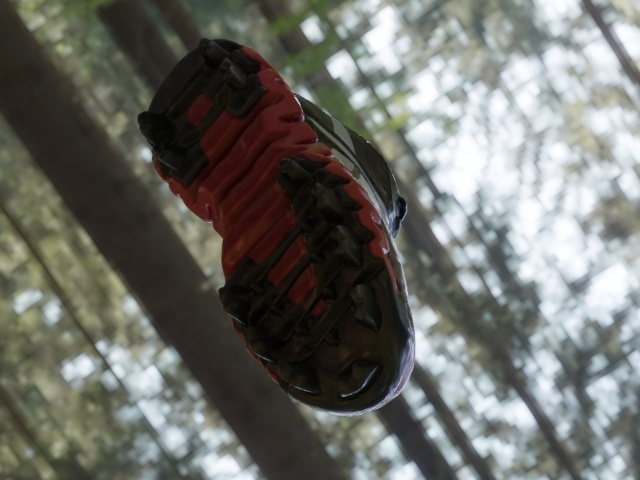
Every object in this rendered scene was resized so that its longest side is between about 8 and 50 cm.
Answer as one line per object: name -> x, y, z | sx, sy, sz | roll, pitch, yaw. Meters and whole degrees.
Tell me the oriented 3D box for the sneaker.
sneaker -> 0.000, 0.000, 0.963 | 0.097, 0.135, 0.276 | -47, -140, 14
